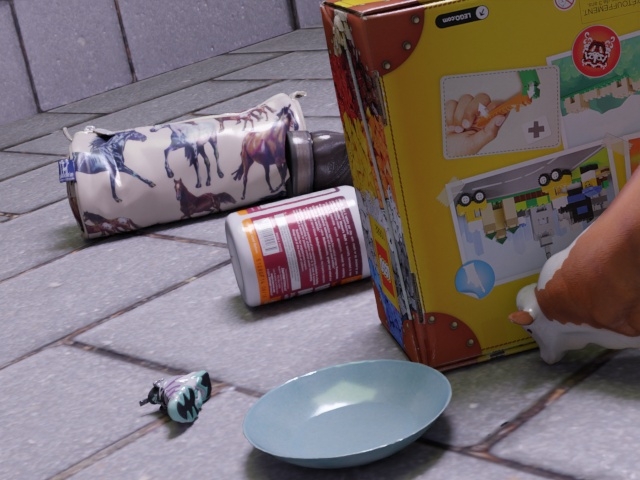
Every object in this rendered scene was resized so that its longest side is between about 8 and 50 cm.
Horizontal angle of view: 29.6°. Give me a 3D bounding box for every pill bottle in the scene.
[{"bbox_3d":[0.000,0.000,1.515,0.221,0.121,0.121,-14,17,-10],"label":"pill bottle"}]

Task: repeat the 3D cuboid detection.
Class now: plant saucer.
[{"bbox_3d":[0.027,0.166,1.110,0.195,0.037,0.195,-11,16,3],"label":"plant saucer"}]

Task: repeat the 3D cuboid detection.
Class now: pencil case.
[{"bbox_3d":[-0.210,-0.128,1.961,0.410,0.184,0.160,-12,17,-3],"label":"pencil case"}]

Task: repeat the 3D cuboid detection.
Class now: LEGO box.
[{"bbox_3d":[0.288,-0.115,1.269,0.500,0.373,0.193,-13,17,-7],"label":"LEGO box"}]

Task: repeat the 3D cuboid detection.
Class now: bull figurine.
[{"bbox_3d":[0.311,0.020,1.100,0.188,0.310,0.101,40,23,21],"label":"bull figurine"}]

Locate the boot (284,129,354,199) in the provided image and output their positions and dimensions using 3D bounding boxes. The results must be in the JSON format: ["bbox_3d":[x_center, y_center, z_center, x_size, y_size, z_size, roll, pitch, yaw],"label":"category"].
[{"bbox_3d":[0.071,-0.078,1.606,0.229,0.263,0.091,-8,62,-5],"label":"boot"}]

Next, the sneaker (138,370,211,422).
[{"bbox_3d":[-0.157,0.164,1.244,0.069,0.038,0.098,-9,8,14],"label":"sneaker"}]
